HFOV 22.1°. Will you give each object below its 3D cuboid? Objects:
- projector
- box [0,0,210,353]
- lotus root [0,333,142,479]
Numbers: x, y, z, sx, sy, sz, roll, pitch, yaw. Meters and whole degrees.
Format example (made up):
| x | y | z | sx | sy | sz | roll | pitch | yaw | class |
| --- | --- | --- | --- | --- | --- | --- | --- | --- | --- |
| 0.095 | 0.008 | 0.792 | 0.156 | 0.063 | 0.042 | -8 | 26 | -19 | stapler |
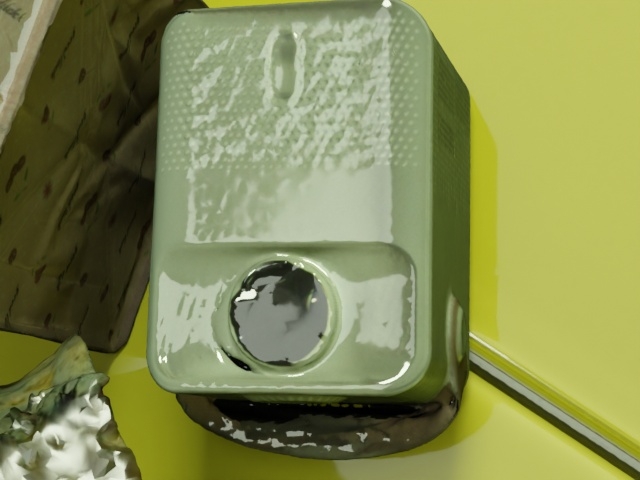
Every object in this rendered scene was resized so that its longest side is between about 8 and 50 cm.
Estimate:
| x | y | z | sx | sy | sz | roll | pitch | yaw | class |
| --- | --- | --- | --- | --- | --- | --- | --- | --- | --- |
| 0.000 | 0.000 | 0.906 | 0.163 | 0.177 | 0.242 | 1 | 84 | 14 | projector |
| -0.195 | -0.074 | 0.898 | 0.190 | 0.297 | 0.225 | 20 | 87 | 11 | box |
| -0.144 | 0.196 | 0.852 | 0.149 | 0.260 | 0.267 | -23 | 79 | -12 | lotus root |
